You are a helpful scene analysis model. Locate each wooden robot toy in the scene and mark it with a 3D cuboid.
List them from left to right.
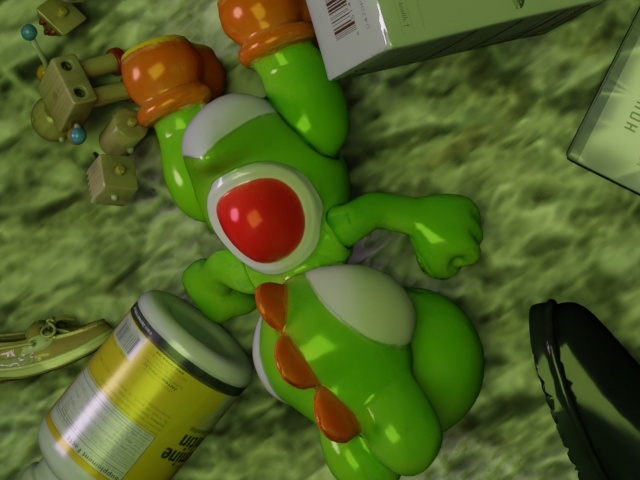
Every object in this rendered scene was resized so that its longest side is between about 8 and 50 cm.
[{"bbox_3d":[-0.181,-0.095,1.451,0.079,0.076,0.173,-47,64,47],"label":"wooden robot toy"}]

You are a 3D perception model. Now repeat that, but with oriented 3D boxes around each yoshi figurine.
[{"bbox_3d":[0.005,0.006,1.377,0.203,0.203,0.362,-16,73,-22],"label":"yoshi figurine"}]

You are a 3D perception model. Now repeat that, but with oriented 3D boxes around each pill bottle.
[{"bbox_3d":[-0.141,0.134,1.421,0.103,0.103,0.184,41,100,8],"label":"pill bottle"}]

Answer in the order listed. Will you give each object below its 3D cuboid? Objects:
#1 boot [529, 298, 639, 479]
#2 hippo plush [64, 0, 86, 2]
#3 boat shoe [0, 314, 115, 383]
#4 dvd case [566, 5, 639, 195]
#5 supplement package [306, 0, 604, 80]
[{"bbox_3d":[0.276,0.125,1.330,0.207,0.094,0.246,-22,94,16],"label":"boot"},{"bbox_3d":[-0.176,-0.298,1.346,0.294,0.236,0.234,-24,86,12],"label":"hippo plush"},{"bbox_3d":[-0.228,0.079,1.465,0.153,0.056,0.048,-15,93,20],"label":"boat shoe"},{"bbox_3d":[0.317,-0.084,1.350,0.238,0.029,0.179,28,98,11],"label":"dvd case"},{"bbox_3d":[0.089,-0.184,1.317,0.179,0.105,0.105,-16,87,-24],"label":"supplement package"}]
